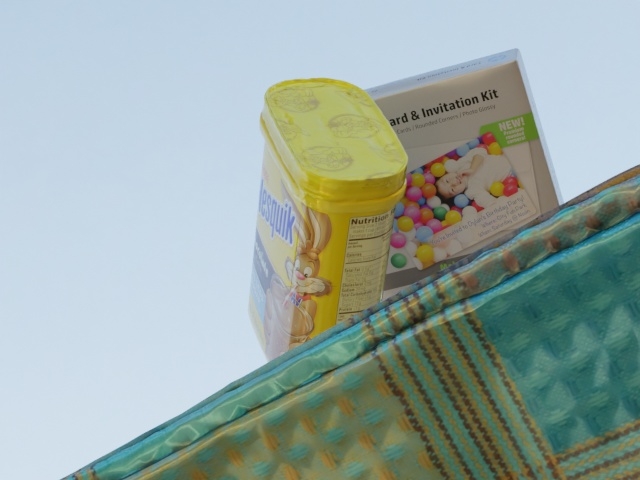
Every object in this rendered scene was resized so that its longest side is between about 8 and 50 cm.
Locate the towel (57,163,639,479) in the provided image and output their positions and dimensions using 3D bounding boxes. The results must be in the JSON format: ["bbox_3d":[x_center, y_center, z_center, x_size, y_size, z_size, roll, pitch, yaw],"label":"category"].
[{"bbox_3d":[0.062,0.151,0.632,0.370,0.271,0.040,-28,5,15],"label":"towel"}]

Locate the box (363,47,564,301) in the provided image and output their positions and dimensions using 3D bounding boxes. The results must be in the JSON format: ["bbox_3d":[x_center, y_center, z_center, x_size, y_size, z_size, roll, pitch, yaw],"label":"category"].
[{"bbox_3d":[0.097,-0.029,1.277,0.145,0.038,0.186,-14,-73,13],"label":"box"}]

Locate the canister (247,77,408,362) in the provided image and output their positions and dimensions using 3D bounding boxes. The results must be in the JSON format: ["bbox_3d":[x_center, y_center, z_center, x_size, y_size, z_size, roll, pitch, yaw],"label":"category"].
[{"bbox_3d":[0.000,0.000,1.145,0.073,0.126,0.170,-5,-55,-17],"label":"canister"}]
